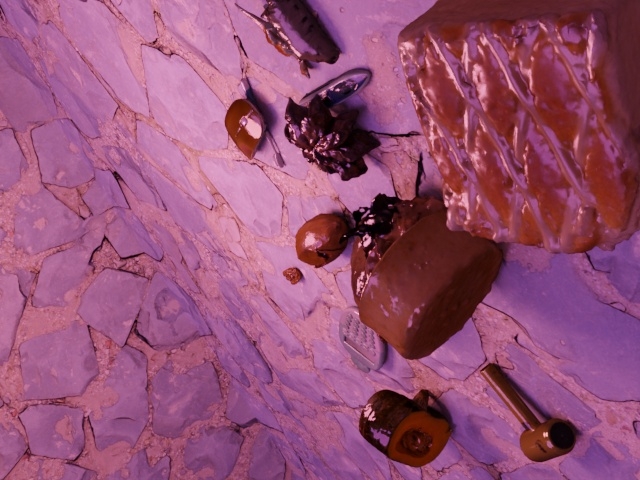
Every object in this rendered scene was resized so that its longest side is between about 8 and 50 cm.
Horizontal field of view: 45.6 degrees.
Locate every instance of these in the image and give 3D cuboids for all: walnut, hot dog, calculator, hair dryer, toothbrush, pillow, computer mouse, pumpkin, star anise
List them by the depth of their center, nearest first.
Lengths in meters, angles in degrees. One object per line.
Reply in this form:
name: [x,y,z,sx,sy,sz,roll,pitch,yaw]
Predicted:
pillow: [-0.059,-0.462,1.629,0.093,0.051,0.241,-36,98,28]
star anise: [0.012,-0.224,1.754,0.236,0.109,0.223,26,152,7]
hair dryer: [0.508,0.424,1.908,0.279,0.090,0.135,51,155,12]
toothbrush: [-0.157,-0.313,2.049,0.025,0.019,0.276,27,147,53]
computer mouse: [-0.208,-0.299,2.077,0.126,0.056,0.245,52,159,3]
walnut: [0.000,0.000,2.098,0.137,0.137,0.245,51,151,-2]
pumpkin: [0.265,0.548,2.288,0.317,0.222,0.139,34,179,-41]
calculator: [0.132,0.316,2.398,0.184,0.042,0.295,36,148,27]
hot dog: [-0.094,0.115,2.494,0.058,0.035,0.083,49,155,-7]

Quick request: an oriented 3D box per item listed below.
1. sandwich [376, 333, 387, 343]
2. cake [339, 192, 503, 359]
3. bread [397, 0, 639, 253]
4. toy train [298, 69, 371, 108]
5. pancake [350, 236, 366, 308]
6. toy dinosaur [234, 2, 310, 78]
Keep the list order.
sandwich: [0.213,0.201,2.013,0.079,0.159,0.235,63,-179,21]
cake: [0.183,0.047,1.655,0.321,0.332,0.332,42,154,29]
bread: [0.338,-0.213,1.110,0.371,0.279,0.390,14,135,48]
toy train: [0.030,-0.330,1.695,0.055,0.048,0.252,54,154,-13]
pancake: [0.124,0.081,1.948,0.242,0.050,0.242,180,90,-69]
toy dinosaur: [-0.098,-0.466,1.735,0.212,0.057,0.142,46,173,33]
